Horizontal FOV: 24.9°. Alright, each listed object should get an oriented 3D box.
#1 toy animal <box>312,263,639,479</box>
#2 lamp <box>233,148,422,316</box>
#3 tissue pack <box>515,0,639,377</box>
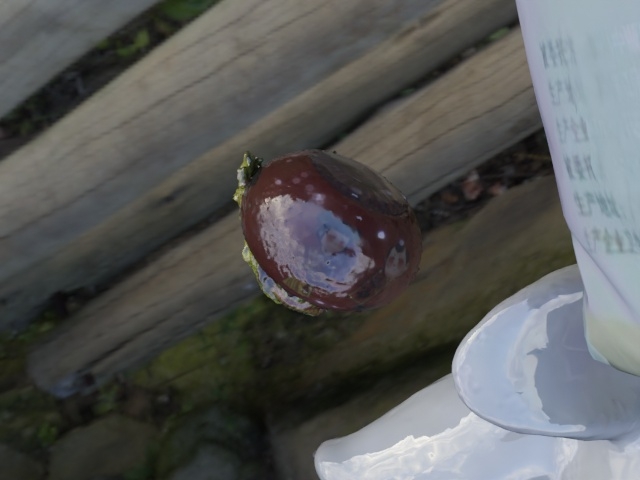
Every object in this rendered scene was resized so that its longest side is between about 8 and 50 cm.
[{"bbox_3d":[0.169,0.106,0.562,0.325,0.154,0.208,25,146,-11],"label":"toy animal"},{"bbox_3d":[0.004,0.001,1.203,0.135,0.156,0.157,-63,29,20],"label":"lamp"},{"bbox_3d":[0.180,-0.122,0.225,0.405,0.205,0.332,-169,67,-75],"label":"tissue pack"}]
